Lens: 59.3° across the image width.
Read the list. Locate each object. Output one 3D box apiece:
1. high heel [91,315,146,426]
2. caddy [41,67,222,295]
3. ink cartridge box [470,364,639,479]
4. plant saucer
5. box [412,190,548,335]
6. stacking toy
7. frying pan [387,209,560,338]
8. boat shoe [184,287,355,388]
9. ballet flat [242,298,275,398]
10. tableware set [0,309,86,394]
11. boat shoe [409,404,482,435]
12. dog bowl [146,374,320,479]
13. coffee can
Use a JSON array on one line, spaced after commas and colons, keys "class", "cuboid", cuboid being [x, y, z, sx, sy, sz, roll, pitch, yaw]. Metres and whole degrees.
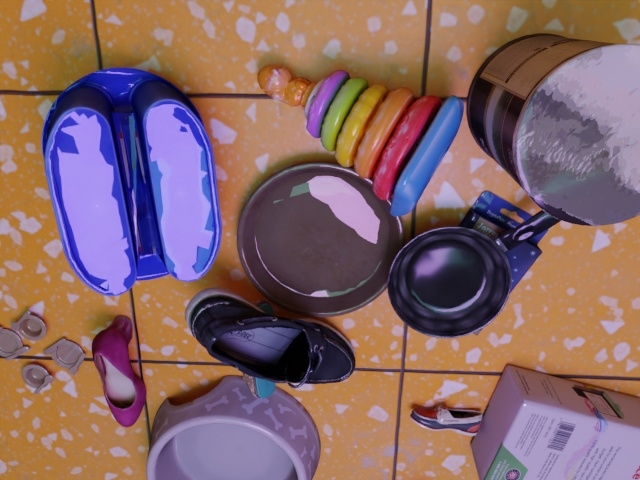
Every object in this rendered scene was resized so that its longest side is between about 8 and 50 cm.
[{"class": "high heel", "cuboid": [-0.374, 0.266, 1.027, 0.082, 0.117, 0.244, 9, 112, -1]}, {"class": "caddy", "cuboid": [-0.281, -0.083, 0.853, 0.241, 0.179, 0.341, -9, 113, -17]}, {"class": "ink cartridge box", "cuboid": [0.448, 0.369, 1.027, 0.278, 0.117, 0.201, 15, 112, -3]}, {"class": "plant saucer", "cuboid": [0.000, 0.000, 0.942, 0.278, 0.041, 0.278, 1, 112, 2]}, {"class": "box", "cuboid": [0.269, 0.042, 0.948, 0.136, 0.036, 0.225, 28, 110, -8]}, {"class": "stacking toy", "cuboid": [0.039, -0.181, 0.823, 0.302, 0.175, 0.165, 30, 83, 9]}, {"class": "frying pan", "cuboid": [0.236, 0.014, 0.891, 0.197, 0.053, 0.326, 27, 109, -6]}, {"class": "boat shoe", "cuboid": [-0.058, 0.184, 0.923, 0.340, 0.113, 0.127, 34, 98, -33]}, {"class": "ballet flat", "cuboid": [-0.120, 0.190, 1.010, 0.073, 0.067, 0.206, -16, 119, -37]}, {"class": "tableware set", "cuboid": [-0.540, 0.209, 1.065, 0.141, 0.020, 0.168, -37, 106, 16]}, {"class": "boat shoe", "cuboid": [0.238, 0.333, 1.061, 0.137, 0.049, 0.043, 12, 109, -5]}, {"class": "dog bowl", "cuboid": [-0.175, 0.436, 1.096, 0.349, 0.102, 0.348, 1, 112, 3]}, {"class": "coffee can", "cuboid": [0.318, -0.160, 0.733, 0.202, 0.275, 0.201, 1, 112, 3]}]
